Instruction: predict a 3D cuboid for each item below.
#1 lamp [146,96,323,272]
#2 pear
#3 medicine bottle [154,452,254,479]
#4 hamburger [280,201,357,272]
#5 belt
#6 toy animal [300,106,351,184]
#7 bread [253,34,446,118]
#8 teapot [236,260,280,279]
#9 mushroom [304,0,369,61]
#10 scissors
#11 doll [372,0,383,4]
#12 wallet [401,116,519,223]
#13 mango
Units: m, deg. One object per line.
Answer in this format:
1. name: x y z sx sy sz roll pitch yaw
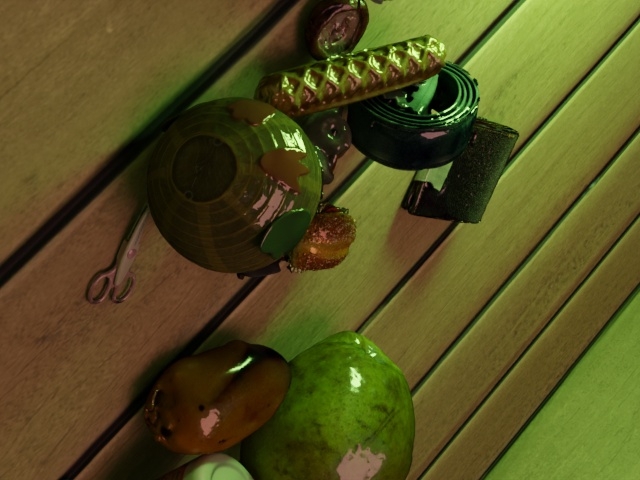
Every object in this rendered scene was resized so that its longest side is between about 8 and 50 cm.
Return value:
1. lamp: -0.112 -0.069 1.478 0.250 0.250 0.284 -55 161 -1
2. pear: 0.017 0.384 1.993 0.352 0.352 0.413 24 91 -59
3. medicine bottle: -0.224 0.522 1.789 0.241 0.252 0.252 -31 153 15
4. hamburger: 0.000 0.000 1.844 0.166 0.087 0.137 2 117 -55
5. belt: 0.159 -0.218 1.747 0.267 0.206 0.116 -46 154 -45
6. toy animal: -0.013 -0.149 1.666 0.236 0.108 0.138 -54 149 -4
7. bread: 0.051 -0.253 1.609 0.367 0.084 0.077 -22 111 -34
8. teapot: -0.132 0.004 1.679 0.096 0.087 0.177 -23 142 -5
9. mushroom: 0.023 -0.327 1.598 0.123 0.052 0.123 -31 149 -21
10. scissors: -0.283 0.020 1.530 0.085 0.022 0.176 3 120 -52
11. doll: 0.075 -0.410 1.583 0.180 0.079 0.094 4 92 -41
12. wallet: 0.294 -0.145 2.145 0.262 0.071 0.221 4 116 -48
13. mango: -0.176 0.269 1.793 0.287 0.152 0.201 -22 125 -47
